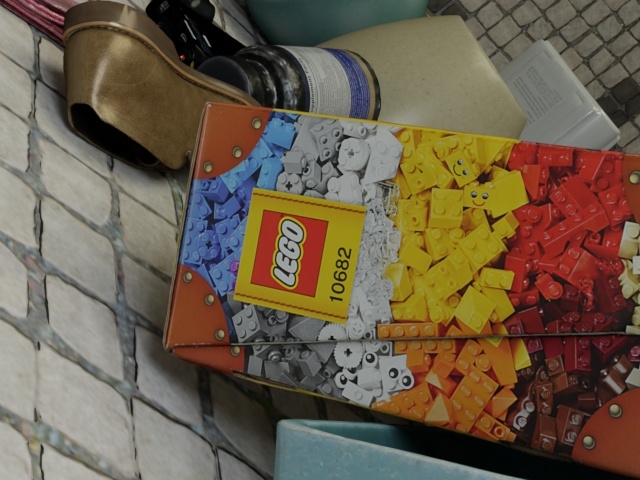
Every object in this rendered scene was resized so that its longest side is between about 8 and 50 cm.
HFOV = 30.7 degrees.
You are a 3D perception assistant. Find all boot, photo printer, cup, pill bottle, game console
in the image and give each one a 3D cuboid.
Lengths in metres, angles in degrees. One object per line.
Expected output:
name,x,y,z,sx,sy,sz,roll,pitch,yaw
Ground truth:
boot,-0.139,-0.104,1.109,0.305,0.112,0.115,31,55,-54
photo printer,0.315,-0.162,1.942,0.107,0.307,0.256,39,18,-37
cup,0.134,-0.167,1.566,0.331,0.237,0.331,53,12,-17
pill bottle,-0.040,-0.160,1.318,0.219,0.123,0.122,-9,60,-50
game console,-0.160,-0.290,1.464,0.213,0.044,0.361,27,30,-56

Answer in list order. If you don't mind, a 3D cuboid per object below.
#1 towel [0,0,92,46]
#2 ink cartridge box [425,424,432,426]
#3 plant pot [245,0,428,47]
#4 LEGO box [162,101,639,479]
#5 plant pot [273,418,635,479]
towel,-0.321,-0.334,1.159,0.237,0.037,0.329,34,24,-45
ink cartridge box,0.156,0.197,1.219,0.104,0.062,0.181,61,15,-18
plant pot,0.037,-0.349,1.740,0.293,0.293,0.196,-93,167,-61
LEGO box,0.178,0.038,0.958,0.373,0.193,0.500,11,1,29
plant pot,0.112,0.255,0.684,0.247,0.248,0.252,17,83,-60
